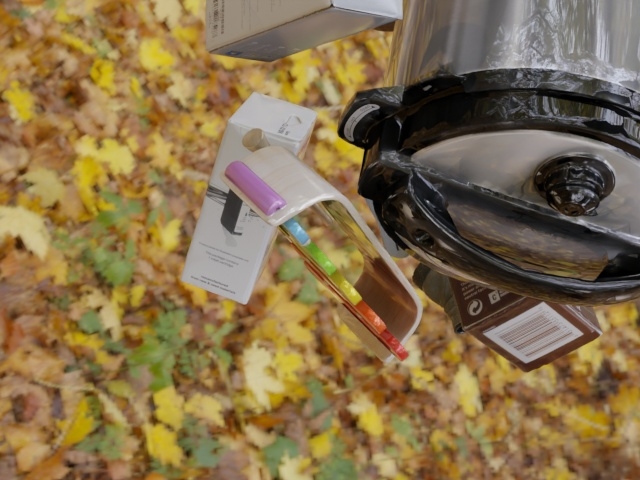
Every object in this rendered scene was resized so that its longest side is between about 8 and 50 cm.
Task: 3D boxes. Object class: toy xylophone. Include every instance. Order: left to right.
[{"bbox_3d":[0.000,0.000,1.269,0.081,0.236,0.323,-43,128,-4],"label":"toy xylophone"}]

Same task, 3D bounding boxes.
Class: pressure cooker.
[{"bbox_3d":[0.237,-0.131,1.232,0.375,0.370,0.420,50,42,-48],"label":"pressure cooker"}]

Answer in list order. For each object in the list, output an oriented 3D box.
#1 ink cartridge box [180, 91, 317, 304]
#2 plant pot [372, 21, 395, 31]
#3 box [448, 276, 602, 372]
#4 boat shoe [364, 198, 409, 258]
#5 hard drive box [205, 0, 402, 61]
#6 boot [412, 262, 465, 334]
[{"bbox_3d":[-0.108,-0.071,1.712,0.114,0.273,0.197,20,22,1],"label":"ink cartridge box"},{"bbox_3d":[0.128,-0.557,2.124,0.230,0.215,0.215,57,41,-47],"label":"plant pot"},{"bbox_3d":[0.264,-0.020,1.629,0.191,0.143,0.381,34,33,-45],"label":"box"},{"bbox_3d":[0.129,-0.076,2.015,0.076,0.083,0.226,-61,149,-47],"label":"boat shoe"},{"bbox_3d":[-0.023,-0.295,1.143,0.089,0.232,0.181,2,86,-36],"label":"hard drive box"},{"bbox_3d":[0.277,0.033,1.952,0.083,0.246,0.161,13,25,-43],"label":"boot"}]
